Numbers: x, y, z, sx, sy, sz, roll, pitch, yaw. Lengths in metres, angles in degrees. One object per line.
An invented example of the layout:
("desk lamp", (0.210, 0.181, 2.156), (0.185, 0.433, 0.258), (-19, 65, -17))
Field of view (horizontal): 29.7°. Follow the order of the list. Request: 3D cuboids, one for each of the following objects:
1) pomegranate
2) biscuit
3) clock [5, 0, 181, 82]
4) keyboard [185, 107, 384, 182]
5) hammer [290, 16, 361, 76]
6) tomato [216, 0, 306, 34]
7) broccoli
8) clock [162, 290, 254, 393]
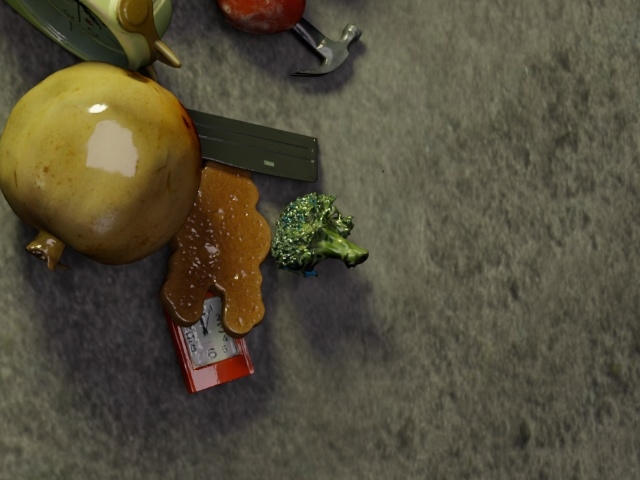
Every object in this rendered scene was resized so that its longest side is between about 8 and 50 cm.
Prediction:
("pomegranate", (-0.331, -0.100, 1.793), (0.319, 0.319, 0.319), (1, 86, -21))
("biscuit", (-0.165, 0.008, 1.950), (0.186, 0.044, 0.295), (17, 66, -22))
("clock", (-0.352, -0.374, 1.805), (0.348, 0.286, 0.117), (39, 73, -17))
("keyboard", (-0.080, -0.153, 2.011), (0.381, 0.041, 0.104), (8, 59, -14))
("hammer", (-0.075, -0.389, 2.039), (0.290, 0.037, 0.137), (38, 73, -15))
("tomato", (-0.088, -0.411, 1.966), (0.159, 0.091, 0.139), (12, 82, -23))
("broccoli", (0.000, 0.000, 1.973), (0.160, 0.167, 0.154), (32, 85, 12))
("clock", (-0.185, 0.159, 1.953), (0.113, 0.061, 0.155), (-15, 88, -24))
